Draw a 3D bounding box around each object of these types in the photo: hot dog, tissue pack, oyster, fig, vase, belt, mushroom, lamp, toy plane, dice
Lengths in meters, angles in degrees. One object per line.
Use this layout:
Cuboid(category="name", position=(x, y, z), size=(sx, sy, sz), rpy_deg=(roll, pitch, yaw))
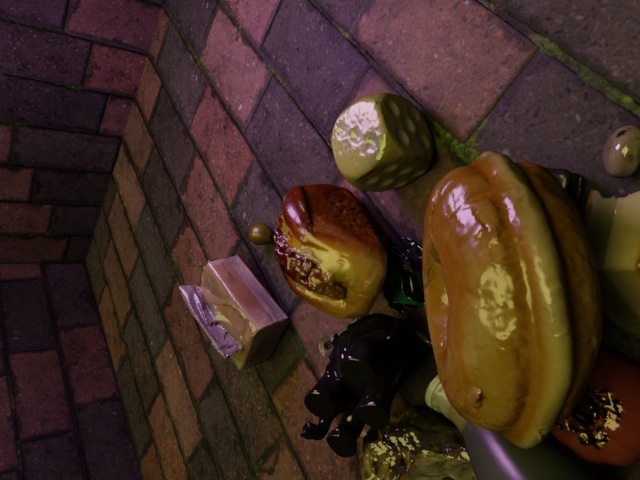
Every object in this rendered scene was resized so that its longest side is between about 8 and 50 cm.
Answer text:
Cuboid(category="hot dog", position=(0.000, 0.002, 1.131), size=(0.405, 0.223, 0.185), rpy_deg=(-108, 35, -61))
Cuboid(category="tissue pack", position=(-0.286, 0.230, 1.529), size=(0.305, 0.239, 0.238), rpy_deg=(48, 125, 27))
Cuboid(category="oyster", position=(0.229, 0.448, 1.020), size=(0.337, 0.133, 0.197), rpy_deg=(-5, 55, 31))
Cuboid(category="fig", position=(-0.186, -0.018, 1.567), size=(0.088, 0.074, 0.073), rpy_deg=(15, 101, 32))
Cuboid(category="vase", position=(0.314, 0.364, 0.846), size=(0.321, 0.174, 0.173), rpy_deg=(51, 127, 53))
Cuboid(category="belt", position=(0.077, 0.249, 1.269), size=(0.232, 0.053, 0.071), rpy_deg=(-34, 64, 45))
Cuboid(category="mushroom", position=(0.496, -0.139, 0.776), size=(0.079, 0.085, 0.085), rpy_deg=(10, 99, 14))
Cuboid(category="lamp", position=(0.439, 0.265, 0.780), size=(0.182, 0.140, 0.181), rpy_deg=(-6, 82, 53))
Cuboid(category="toy plane", position=(0.207, 0.110, 1.089), size=(0.382, 0.107, 0.155), rpy_deg=(41, 126, 41))
Cuboid(category="dice", position=(0.139, -0.218, 1.109), size=(0.166, 0.169, 0.169), rpy_deg=(-32, 66, 45))

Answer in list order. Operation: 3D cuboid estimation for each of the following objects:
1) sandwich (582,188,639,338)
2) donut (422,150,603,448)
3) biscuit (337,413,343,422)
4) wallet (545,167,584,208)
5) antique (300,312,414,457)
Cuboid(category="sandwich", position=(0.493, 0.030, 0.749), size=(0.108, 0.220, 0.186), rpy_deg=(-8, 47, 52))
Cuboid(category="donut", position=(0.272, 0.086, 0.754), size=(0.198, 0.449, 0.448), rpy_deg=(-6, 90, 4))
Cuboid(category="biscuit", position=(0.079, 0.404, 1.286), size=(0.124, 0.026, 0.174), rpy_deg=(10, 97, 50))
Cuboid(category="wallet", position=(0.386, -0.014, 0.917), size=(0.169, 0.052, 0.245), rpy_deg=(17, 105, 52))
Cuboid(category="antique", position=(0.091, 0.297, 1.078), size=(0.185, 0.255, 0.322), rpy_deg=(34, 124, 1))
